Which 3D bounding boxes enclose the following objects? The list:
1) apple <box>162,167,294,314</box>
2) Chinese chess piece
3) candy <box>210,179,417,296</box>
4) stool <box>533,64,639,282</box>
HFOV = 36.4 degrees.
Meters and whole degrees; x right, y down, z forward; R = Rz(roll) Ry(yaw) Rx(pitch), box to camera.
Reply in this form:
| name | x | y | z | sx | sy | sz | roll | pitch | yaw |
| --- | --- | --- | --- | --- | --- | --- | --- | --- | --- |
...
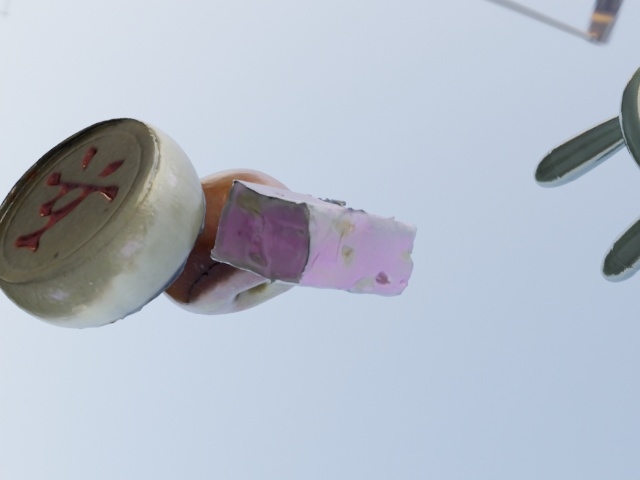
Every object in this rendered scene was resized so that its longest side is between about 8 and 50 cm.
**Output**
| name | x | y | z | sx | sy | sz | roll | pitch | yaw |
| --- | --- | --- | --- | --- | --- | --- | --- | --- | --- |
| apple | -0.145 | 0.004 | 1.564 | 0.206 | 0.272 | 0.251 | 62 | -13 | 20 |
| Chinese chess piece | -0.246 | -0.020 | 1.072 | 0.250 | 0.103 | 0.249 | -20 | -136 | 21 |
| candy | 0.000 | 0.000 | 1.270 | 0.155 | 0.265 | 0.115 | 19 | -85 | 34 |
| stool | 0.385 | -0.086 | 1.120 | 0.195 | 0.195 | 0.198 | 57 | -28 | 10 |
